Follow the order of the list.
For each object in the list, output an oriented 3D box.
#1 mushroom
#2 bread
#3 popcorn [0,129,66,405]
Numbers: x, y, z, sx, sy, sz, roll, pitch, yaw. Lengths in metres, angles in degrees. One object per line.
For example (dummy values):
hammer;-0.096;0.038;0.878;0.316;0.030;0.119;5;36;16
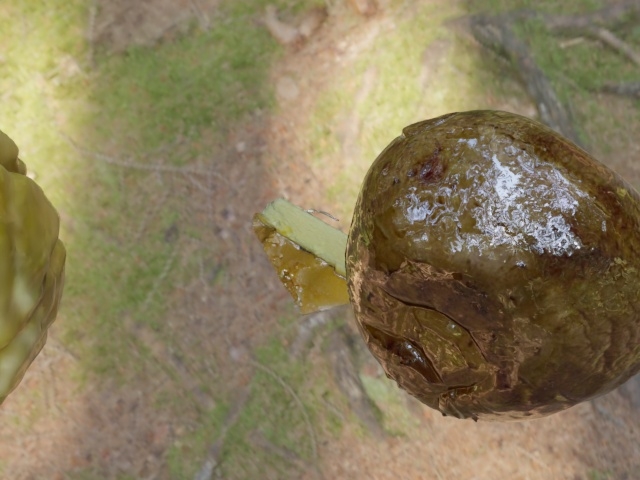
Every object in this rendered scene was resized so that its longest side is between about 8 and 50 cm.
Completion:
mushroom;0.105;0.031;0.705;0.194;0.231;0.138;33;65;33
bread;0.000;0.000;1.075;0.080;0.109;0.084;-21;17;24
popcorn;-0.277;0.032;0.673;0.265;0.332;0.225;-25;46;-9
